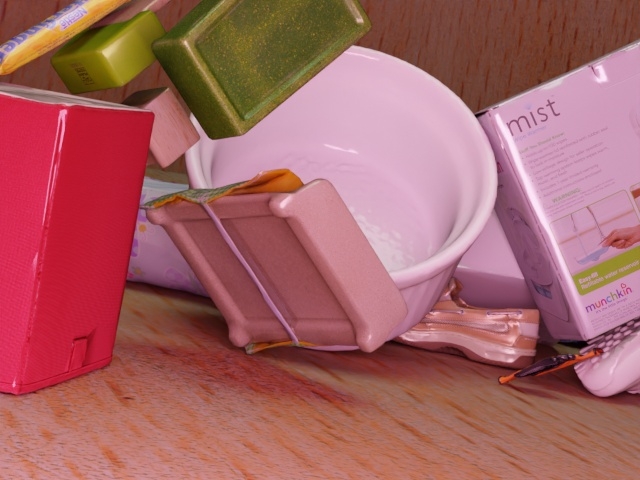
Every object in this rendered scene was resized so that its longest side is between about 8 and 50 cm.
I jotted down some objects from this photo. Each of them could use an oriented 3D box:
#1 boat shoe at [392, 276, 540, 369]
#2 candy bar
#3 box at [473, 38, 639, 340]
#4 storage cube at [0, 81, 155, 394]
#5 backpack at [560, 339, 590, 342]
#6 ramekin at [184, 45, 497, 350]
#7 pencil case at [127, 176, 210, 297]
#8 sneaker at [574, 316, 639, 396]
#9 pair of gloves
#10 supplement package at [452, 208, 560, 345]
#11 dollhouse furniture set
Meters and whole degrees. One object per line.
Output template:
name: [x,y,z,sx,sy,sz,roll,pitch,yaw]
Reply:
boat shoe: [0.120,0.070,1.677,0.190,0.072,0.068,11,5,13]
candy bar: [-0.200,-0.159,1.304,0.040,0.018,0.161,12,40,43]
box: [0.299,-0.063,1.622,0.262,0.231,0.127,-25,1,-9]
storage cube: [-0.240,-0.014,1.212,0.183,0.193,0.215,12,4,12]
backpack: [0.301,0.053,1.983,0.158,0.117,0.173,14,7,40]
ramekin: [0.009,-0.035,1.567,0.277,0.277,0.135,6,-39,-8]
pencil case: [-0.189,-0.018,1.753,0.273,0.124,0.113,10,45,12]
sneaker: [0.321,0.106,1.637,0.090,0.095,0.235,-20,4,40]
pair of gloves: [0.204,0.110,1.548,0.074,0.010,0.083,-24,-12,33]
supplement package: [0.184,0.000,1.783,0.194,0.149,0.203,10,-20,-9]
dollhouse furniture set: [-0.038,-0.069,1.357,0.197,0.301,0.151,-2,37,52]
